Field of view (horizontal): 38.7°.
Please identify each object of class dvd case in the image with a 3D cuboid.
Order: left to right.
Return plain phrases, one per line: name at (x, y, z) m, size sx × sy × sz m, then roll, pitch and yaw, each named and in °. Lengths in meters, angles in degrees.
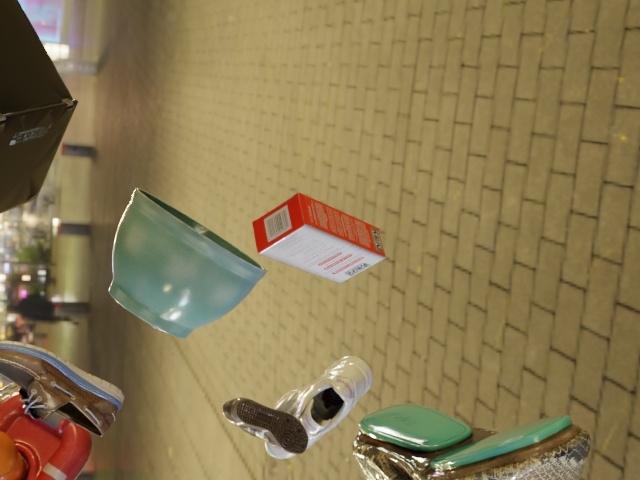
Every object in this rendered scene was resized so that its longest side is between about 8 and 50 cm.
dvd case at (-0.517, 0.256, 1.539) m, size 0.119 × 0.087 × 0.013 m, roll -9°, pitch 108°, yaw 50°

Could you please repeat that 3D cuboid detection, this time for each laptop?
laptop at (-0.700, -0.274, 1.885) m, size 0.408 × 0.236 × 0.382 m, roll -62°, pitch -3°, yaw 17°

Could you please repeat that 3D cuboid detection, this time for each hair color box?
hair color box at (0.000, 0.000, 1.003) m, size 0.072 × 0.141 × 0.043 m, roll -30°, pitch 56°, yaw 29°

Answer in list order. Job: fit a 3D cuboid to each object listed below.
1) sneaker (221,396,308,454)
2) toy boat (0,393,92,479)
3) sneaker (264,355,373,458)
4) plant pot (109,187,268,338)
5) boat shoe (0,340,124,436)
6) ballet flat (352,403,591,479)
sneaker at (-0.106, 0.349, 1.742) m, size 0.071 × 0.188 × 0.066 m, roll -10°, pitch 49°, yaw 53°
toy boat at (-0.413, 0.295, 1.183) m, size 0.231 × 0.151 × 0.151 m, roll -56°, pitch -17°, yaw -27°
sneaker at (-0.029, 0.350, 1.839) m, size 0.305 × 0.114 × 0.152 m, roll -48°, pitch -5°, yaw 28°
plant pot at (-0.275, 0.060, 1.719) m, size 0.196 × 0.293 × 0.293 m, roll -56°, pitch 21°, yaw -1°
boat shoe at (-0.325, 0.180, 1.096) m, size 0.066 × 0.183 × 0.066 m, roll -37°, pitch 33°, yaw 47°
ballet flat at (0.177, 0.287, 1.052) m, size 0.483 × 0.164 × 0.182 m, roll 154°, pitch 99°, yaw -70°
